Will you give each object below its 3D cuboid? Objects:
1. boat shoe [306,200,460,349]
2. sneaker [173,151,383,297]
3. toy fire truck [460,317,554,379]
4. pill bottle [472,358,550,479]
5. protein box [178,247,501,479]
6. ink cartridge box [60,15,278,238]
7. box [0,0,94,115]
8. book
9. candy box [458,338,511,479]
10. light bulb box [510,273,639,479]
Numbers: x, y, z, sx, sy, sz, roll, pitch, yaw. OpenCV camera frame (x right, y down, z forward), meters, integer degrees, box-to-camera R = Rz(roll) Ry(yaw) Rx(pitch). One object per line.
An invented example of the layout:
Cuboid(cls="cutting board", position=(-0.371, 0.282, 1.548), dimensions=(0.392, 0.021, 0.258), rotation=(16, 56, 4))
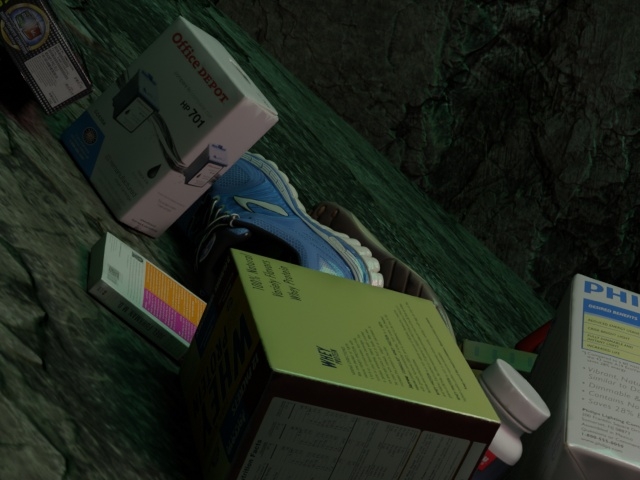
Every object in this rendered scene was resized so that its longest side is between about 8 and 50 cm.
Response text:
Cuboid(cls="boat shoe", position=(0.095, 0.084, 1.844), dimensions=(0.130, 0.132, 0.355), rotation=(31, 19, -53))
Cuboid(cls="sneaker", position=(-0.085, -0.008, 1.469), dimensions=(0.147, 0.129, 0.330), rotation=(1, 26, -47))
Cuboid(cls="toy fire truck", position=(0.307, 0.179, 1.857), dimensions=(0.246, 0.158, 0.217), rotation=(51, 9, -24))
Cuboid(cls="pill bottle", position=(0.148, 0.213, 1.430), dimensions=(0.108, 0.180, 0.108), rotation=(43, 11, -11))
Cuboid(cls="protein box", position=(0.008, 0.131, 1.142), dimensions=(0.201, 0.136, 0.200), rotation=(15, 23, -21))
Cuboid(cls="ink cartridge box", position=(-0.162, -0.121, 1.453), dimensions=(0.139, 0.191, 0.082), rotation=(51, 12, 27))
Cuboid(cls="box", position=(-0.339, -0.279, 1.451), dimensions=(0.270, 0.060, 0.216), rotation=(61, -2, -21))
Cuboid(cls="book", position=(-0.151, 0.062, 1.256), dimensions=(0.144, 0.035, 0.096), rotation=(41, 15, -21))
Cuboid(cls="candy box", position=(0.281, 0.292, 1.894), dimensions=(0.183, 0.087, 0.316), rotation=(39, 13, -31))
Cuboid(cls="light bulb box", position=(0.414, 0.265, 1.567), dimensions=(0.358, 0.225, 0.361), rotation=(19, 30, 2))
